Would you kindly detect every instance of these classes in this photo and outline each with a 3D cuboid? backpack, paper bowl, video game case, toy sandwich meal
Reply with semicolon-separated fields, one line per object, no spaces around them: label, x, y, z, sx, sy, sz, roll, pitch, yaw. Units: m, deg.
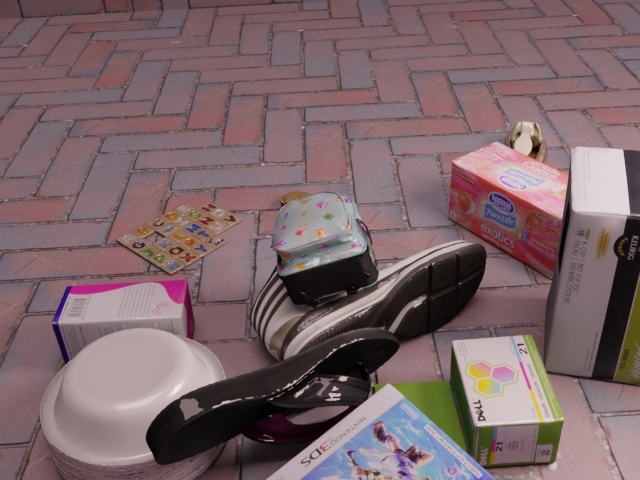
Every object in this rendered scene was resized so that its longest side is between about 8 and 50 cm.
backpack;0.000;0.000;1.292;0.166;0.144;0.188;-20;30;7
paper bowl;-0.287;0.247;1.185;0.285;0.148;0.284;-2;33;2
video game case;0.089;0.354;1.024;0.244;0.061;0.269;-35;44;-17
toy sandwich meal;-0.051;-0.087;1.757;0.086;0.029;0.085;5;26;-3

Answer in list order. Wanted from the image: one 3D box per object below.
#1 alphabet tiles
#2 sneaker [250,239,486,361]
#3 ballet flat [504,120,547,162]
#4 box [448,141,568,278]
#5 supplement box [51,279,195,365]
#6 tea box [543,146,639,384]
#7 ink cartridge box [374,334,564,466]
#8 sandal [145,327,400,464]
alphabet tiles;-0.299;-0.017;1.691;0.198;0.009;0.237;26;44;36
sneaker;0.073;0.070;1.392;0.448;0.169;0.257;-25;42;-24
ballet flat;0.494;-0.224;1.842;0.108;0.106;0.316;6;35;14
box;0.421;-0.071;1.584;0.142;0.154;0.300;-24;40;-28
supplement box;-0.344;0.148;1.362;0.220;0.113;0.111;-4;34;1
tea box;0.551;0.049;1.242;0.324;0.328;0.220;8;36;14
ink cartridge box;0.220;0.250;1.181;0.256;0.097;0.188;-3;35;-1
sandal;-0.040;0.248;1.124;0.446;0.167;0.107;-15;56;-39
